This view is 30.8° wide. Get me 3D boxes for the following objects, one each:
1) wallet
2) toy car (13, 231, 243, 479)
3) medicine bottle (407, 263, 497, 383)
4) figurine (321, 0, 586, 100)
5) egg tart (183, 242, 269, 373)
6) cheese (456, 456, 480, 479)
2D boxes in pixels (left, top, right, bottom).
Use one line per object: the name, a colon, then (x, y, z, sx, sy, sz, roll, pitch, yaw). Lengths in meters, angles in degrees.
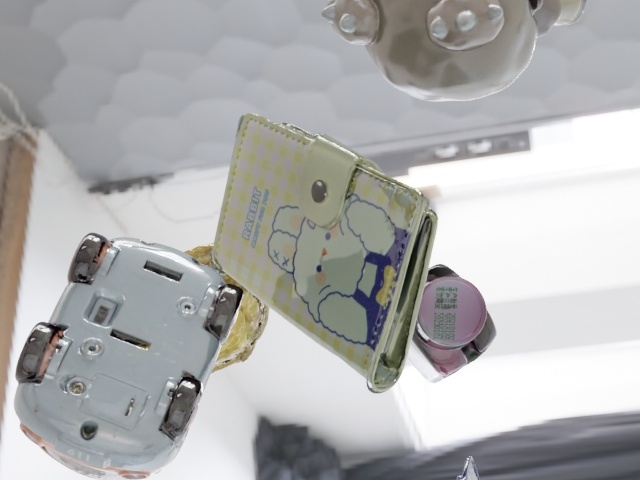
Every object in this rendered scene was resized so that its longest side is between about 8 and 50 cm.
wallet: (0.000, 0.000, 1.291, 0.077, 0.309, 0.223, 4, 109, -41)
toy car: (-0.208, 0.140, 1.234, 0.212, 0.181, 0.270, 113, -2, -50)
medicine bottle: (0.141, 0.096, 1.373, 0.119, 0.094, 0.188, 52, -8, 8)
figurine: (0.194, -0.284, 1.463, 0.381, 0.248, 0.203, -19, 118, -48)
egg tart: (-0.194, 0.135, 1.952, 0.107, 0.291, 0.290, 46, -19, 43)
cheese: (0.166, 0.347, 1.360, 0.244, 0.062, 0.155, -60, 134, -62)
